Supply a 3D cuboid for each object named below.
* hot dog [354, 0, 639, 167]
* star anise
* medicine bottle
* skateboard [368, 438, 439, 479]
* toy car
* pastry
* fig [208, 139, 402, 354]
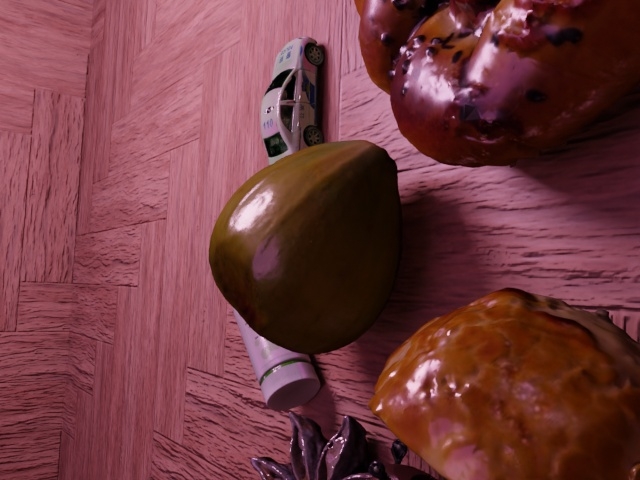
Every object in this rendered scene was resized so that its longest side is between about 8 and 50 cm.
[{"bbox_3d":[0.176,-0.259,0.557,0.365,0.196,0.367,-50,45,43],"label":"hot dog"},{"bbox_3d":[0.009,0.350,0.766,0.223,0.109,0.235,-6,65,31],"label":"star anise"},{"bbox_3d":[-0.071,0.161,0.918,0.086,0.086,0.183,-56,45,33],"label":"medicine bottle"},{"bbox_3d":[0.120,0.288,0.639,0.151,0.067,0.080,21,108,29],"label":"skateboard"},{"bbox_3d":[-0.050,-0.217,0.949,0.090,0.076,0.224,-9,78,55],"label":"toy car"},{"bbox_3d":[0.179,0.126,0.471,0.170,0.237,0.256,-55,41,8],"label":"pastry"},{"bbox_3d":[0.000,0.000,0.733,0.271,0.239,0.239,-51,45,12],"label":"fig"}]
